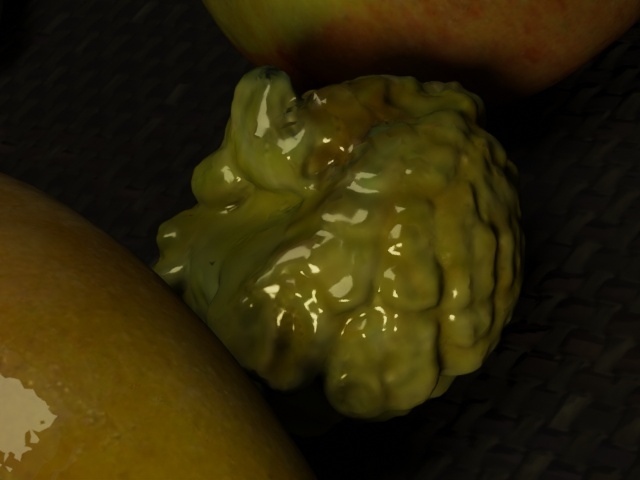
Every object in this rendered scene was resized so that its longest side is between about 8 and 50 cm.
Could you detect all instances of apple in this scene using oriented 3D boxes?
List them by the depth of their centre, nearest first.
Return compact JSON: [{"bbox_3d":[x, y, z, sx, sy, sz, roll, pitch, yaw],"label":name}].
[{"bbox_3d":[0.059,-0.177,0.954,0.260,0.194,0.261,-23,42,22],"label":"apple"}]

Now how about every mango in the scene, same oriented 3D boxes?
[{"bbox_3d":[-0.129,0.092,0.776,0.199,0.221,0.384,-16,37,-41],"label":"mango"}]

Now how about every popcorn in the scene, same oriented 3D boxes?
[{"bbox_3d":[0.005,0.007,0.842,0.173,0.142,0.174,-11,66,25],"label":"popcorn"}]

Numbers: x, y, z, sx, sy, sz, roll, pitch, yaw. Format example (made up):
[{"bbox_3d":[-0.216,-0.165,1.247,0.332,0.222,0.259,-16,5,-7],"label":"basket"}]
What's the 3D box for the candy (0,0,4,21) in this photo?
[{"bbox_3d":[-0.270,-0.169,1.317,0.138,0.071,0.174,-22,38,16],"label":"candy"}]
